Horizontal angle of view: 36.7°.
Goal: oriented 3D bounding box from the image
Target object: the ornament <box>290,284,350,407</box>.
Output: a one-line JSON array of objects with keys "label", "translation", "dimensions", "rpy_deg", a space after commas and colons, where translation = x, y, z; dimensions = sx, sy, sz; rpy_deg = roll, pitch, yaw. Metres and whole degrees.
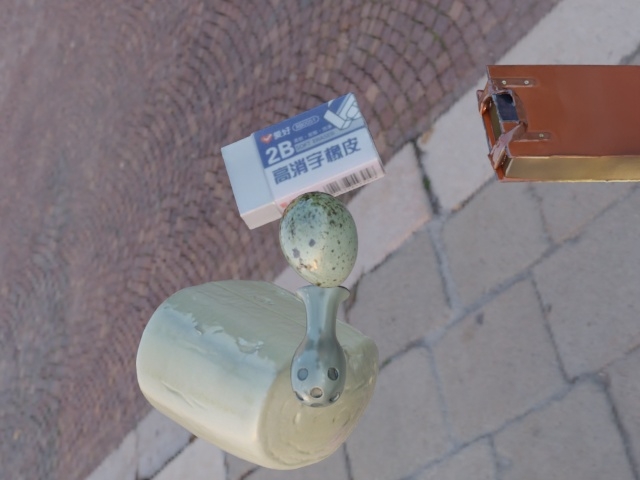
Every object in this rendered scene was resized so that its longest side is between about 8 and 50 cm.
[{"label": "ornament", "translation": [0.000, 0.138, 1.239], "dimensions": [0.081, 0.074, 0.156], "rpy_deg": [91, -179, -62]}]

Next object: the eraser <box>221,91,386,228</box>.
[{"label": "eraser", "translation": [-0.025, -0.112, 1.370], "dimensions": [0.210, 0.068, 0.125], "rpy_deg": [-22, 64, 6]}]

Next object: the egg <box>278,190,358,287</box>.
[{"label": "egg", "translation": [0.000, 0.000, 1.044], "dimensions": [0.085, 0.085, 0.110], "rpy_deg": [18, 137, 59]}]

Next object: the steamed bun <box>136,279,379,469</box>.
[{"label": "steamed bun", "translation": [-0.107, 0.271, 1.861], "dimensions": [0.371, 0.455, 0.290], "rpy_deg": [25, 103, 29]}]

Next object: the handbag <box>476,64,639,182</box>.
[{"label": "handbag", "translation": [0.266, -0.124, 1.018], "dimensions": [0.063, 0.190, 0.127], "rpy_deg": [103, 163, -57]}]
